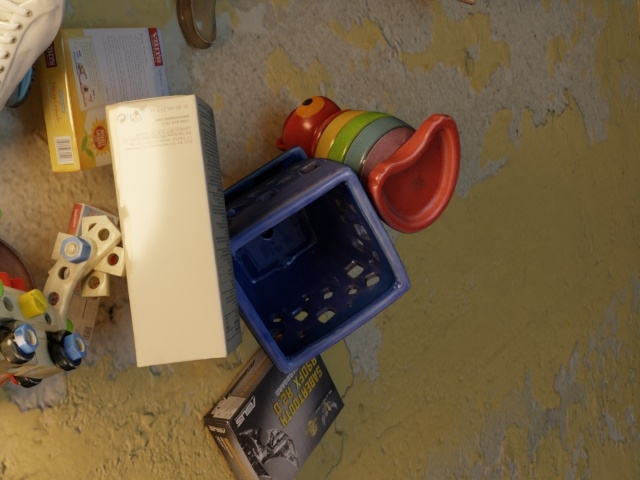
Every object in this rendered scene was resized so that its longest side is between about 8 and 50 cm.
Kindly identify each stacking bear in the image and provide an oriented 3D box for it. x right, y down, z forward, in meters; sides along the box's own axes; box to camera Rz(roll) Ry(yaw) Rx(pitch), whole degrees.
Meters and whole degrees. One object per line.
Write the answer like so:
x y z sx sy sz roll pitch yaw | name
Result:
0.055 -0.135 1.595 0.175 0.289 0.164 -44 138 -19 | stacking bear

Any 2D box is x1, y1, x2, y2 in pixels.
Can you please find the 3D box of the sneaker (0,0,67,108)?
-0.349 -0.196 1.103 0.106 0.290 0.123 24 43 -14 | sneaker

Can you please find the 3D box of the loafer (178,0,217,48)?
-0.176 -0.353 1.517 0.056 0.050 0.148 -27 111 -49 | loafer

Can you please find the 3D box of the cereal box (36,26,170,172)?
-0.272 -0.188 1.352 0.240 0.047 0.172 -27 112 -66 | cereal box

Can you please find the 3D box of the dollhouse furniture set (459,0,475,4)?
0.219 -0.632 1.797 0.394 0.362 0.256 14 79 -21 | dollhouse furniture set

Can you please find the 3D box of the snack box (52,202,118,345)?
-0.312 0.044 1.365 0.064 0.022 0.178 25 71 -48 | snack box

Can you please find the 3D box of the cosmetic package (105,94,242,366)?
-0.175 -0.012 1.277 0.160 0.113 0.309 2 82 -88 | cosmetic package

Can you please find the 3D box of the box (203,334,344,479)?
-0.068 0.271 1.651 0.231 0.056 0.183 -49 126 -40 | box

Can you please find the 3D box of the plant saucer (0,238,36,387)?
-0.419 0.086 1.216 0.199 0.036 0.198 0 90 -51 | plant saucer

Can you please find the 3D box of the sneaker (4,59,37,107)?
-0.410 -0.275 1.204 0.125 0.104 0.261 -17 114 -22 | sneaker

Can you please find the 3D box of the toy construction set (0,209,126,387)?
-0.351 0.046 1.173 0.328 0.151 0.215 9 57 -59 | toy construction set

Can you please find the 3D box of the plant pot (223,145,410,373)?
-0.046 0.012 1.516 0.236 0.212 0.236 -34 121 -10 | plant pot
